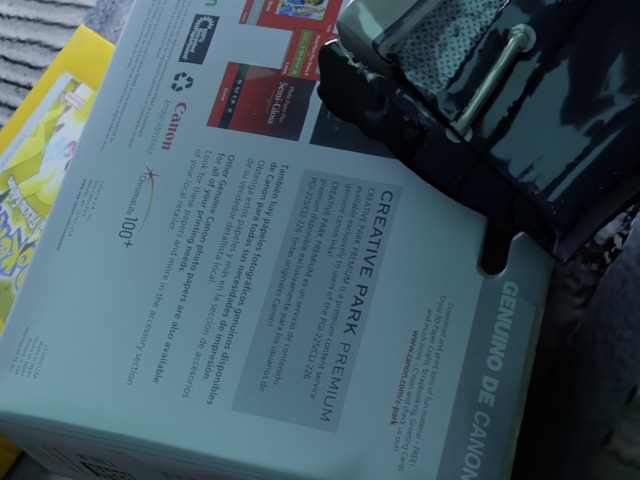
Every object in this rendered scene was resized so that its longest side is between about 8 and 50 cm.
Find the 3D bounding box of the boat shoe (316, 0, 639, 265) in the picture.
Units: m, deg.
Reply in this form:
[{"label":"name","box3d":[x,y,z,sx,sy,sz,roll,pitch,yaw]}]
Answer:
[{"label":"boat shoe","box3d":[0.171,-0.138,0.592,0.340,0.127,0.158,-44,70,-3]}]

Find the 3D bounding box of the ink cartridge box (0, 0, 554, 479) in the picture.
[{"label":"ink cartridge box","box3d":[0.000,0.000,0.681,0.272,0.130,0.309,10,66,15]}]

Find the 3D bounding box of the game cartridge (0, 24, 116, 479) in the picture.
[{"label":"game cartridge","box3d":[-0.228,-0.007,0.985,0.323,0.053,0.285,-52,41,-2]}]
